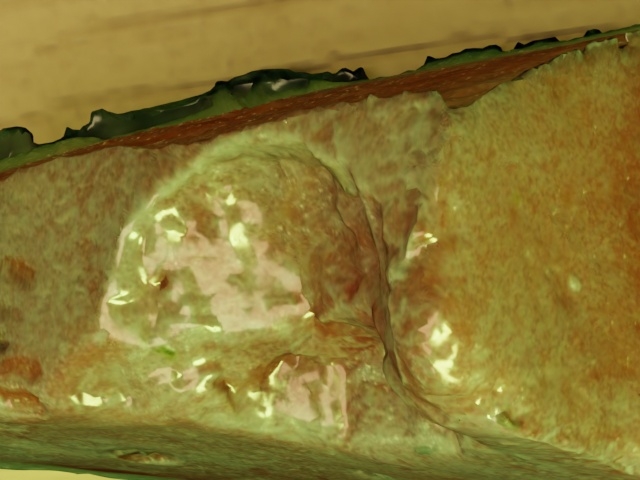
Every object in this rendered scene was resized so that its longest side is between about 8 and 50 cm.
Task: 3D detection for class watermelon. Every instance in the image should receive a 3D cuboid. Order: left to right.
[{"bbox_3d":[0.000,0.000,0.513,0.318,0.226,0.148,3,83,8],"label":"watermelon"}]
